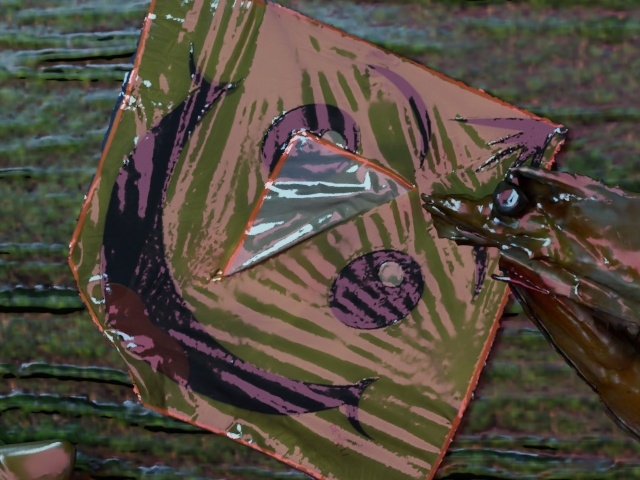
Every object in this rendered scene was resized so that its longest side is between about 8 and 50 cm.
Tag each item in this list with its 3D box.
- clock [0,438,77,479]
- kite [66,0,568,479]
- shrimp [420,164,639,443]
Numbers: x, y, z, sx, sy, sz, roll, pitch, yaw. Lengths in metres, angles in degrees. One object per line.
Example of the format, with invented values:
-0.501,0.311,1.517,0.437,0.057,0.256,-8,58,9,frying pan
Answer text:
-0.305,0.233,0.995,0.348,0.117,0.286,-13,99,16,clock
0.001,0.000,0.925,0.327,0.013,0.377,-25,94,17,kite
0.188,0.041,0.864,0.294,0.062,0.154,27,113,5,shrimp
